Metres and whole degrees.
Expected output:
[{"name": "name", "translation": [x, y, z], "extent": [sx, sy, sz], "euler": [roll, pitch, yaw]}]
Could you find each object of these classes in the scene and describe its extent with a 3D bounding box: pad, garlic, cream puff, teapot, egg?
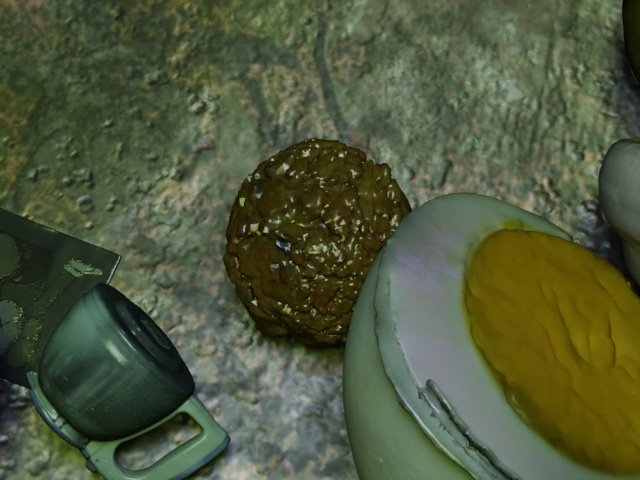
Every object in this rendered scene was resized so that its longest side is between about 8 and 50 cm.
[{"name": "pad", "translation": [-0.270, 0.034, 1.303], "extent": [0.190, 0.004, 0.127], "euler": [21, 74, 9]}, {"name": "garlic", "translation": [0.305, -0.002, 1.203], "extent": [0.229, 0.178, 0.143], "euler": [11, 106, -27]}, {"name": "cream puff", "translation": [0.000, 0.000, 1.243], "extent": [0.150, 0.115, 0.165], "euler": [-27, 74, -2]}, {"name": "teapot", "translation": [-0.154, 0.113, 1.236], "extent": [0.108, 0.149, 0.111], "euler": [-40, 35, 6]}, {"name": "egg", "translation": [0.117, 0.111, 1.175], "extent": [0.264, 0.174, 0.286], "euler": [30, 44, -15]}]

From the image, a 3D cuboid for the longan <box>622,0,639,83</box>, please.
[{"name": "longan", "translation": [0.320, -0.161, 1.270], "extent": [0.176, 0.145, 0.155], "euler": [24, 83, -1]}]
